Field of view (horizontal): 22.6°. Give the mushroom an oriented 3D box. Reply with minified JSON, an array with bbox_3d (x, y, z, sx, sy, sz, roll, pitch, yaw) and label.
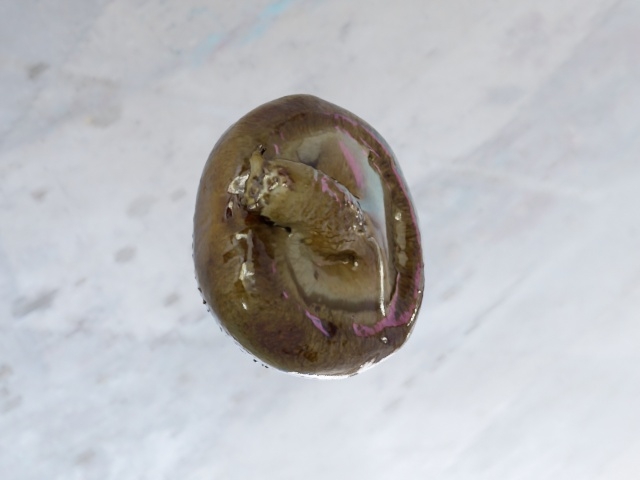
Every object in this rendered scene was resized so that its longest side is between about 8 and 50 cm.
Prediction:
[{"bbox_3d":[0.000,0.000,0.696,0.127,0.127,0.087,-8,173,-42],"label":"mushroom"}]
